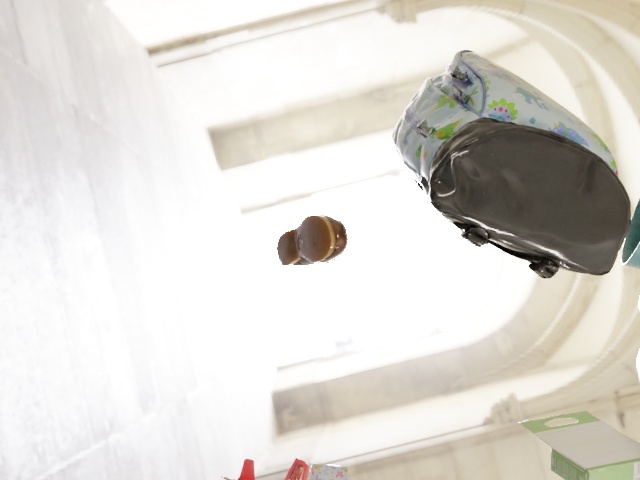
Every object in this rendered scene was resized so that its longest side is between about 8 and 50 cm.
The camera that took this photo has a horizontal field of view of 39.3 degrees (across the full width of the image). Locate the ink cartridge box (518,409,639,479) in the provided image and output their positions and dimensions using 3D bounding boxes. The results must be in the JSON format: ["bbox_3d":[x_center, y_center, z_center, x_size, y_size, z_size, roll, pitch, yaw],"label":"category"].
[{"bbox_3d":[0.517,0.407,1.740,0.235,0.171,0.056,-155,-118,-67],"label":"ink cartridge box"}]

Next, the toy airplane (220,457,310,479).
[{"bbox_3d":[-0.068,0.356,1.228,0.028,0.151,0.151,-5,81,-72],"label":"toy airplane"}]

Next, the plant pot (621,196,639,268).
[{"bbox_3d":[0.812,-0.044,1.911,0.293,0.235,0.293,21,90,-80],"label":"plant pot"}]

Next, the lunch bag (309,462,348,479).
[{"bbox_3d":[0.017,0.527,1.965,0.053,0.083,0.071,87,8,-70],"label":"lunch bag"}]

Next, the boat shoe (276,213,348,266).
[{"bbox_3d":[0.000,0.000,1.363,0.207,0.073,0.073,169,-82,-67],"label":"boat shoe"}]

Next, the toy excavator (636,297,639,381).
[{"bbox_3d":[0.896,0.268,2.244,0.445,0.433,0.222,36,24,-3],"label":"toy excavator"}]

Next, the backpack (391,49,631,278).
[{"bbox_3d":[0.244,-0.124,1.266,0.273,0.290,0.355,-68,-163,3],"label":"backpack"}]
